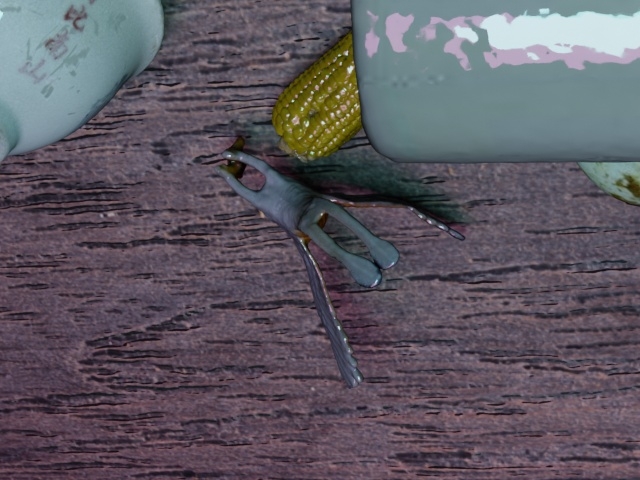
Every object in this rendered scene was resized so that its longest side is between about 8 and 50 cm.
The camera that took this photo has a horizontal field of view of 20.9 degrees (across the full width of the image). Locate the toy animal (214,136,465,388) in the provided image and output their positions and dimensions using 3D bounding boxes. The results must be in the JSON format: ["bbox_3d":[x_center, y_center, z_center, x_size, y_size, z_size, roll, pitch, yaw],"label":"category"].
[{"bbox_3d":[-0.017,-0.013,1.947,0.302,0.284,0.225,37,87,19],"label":"toy animal"}]

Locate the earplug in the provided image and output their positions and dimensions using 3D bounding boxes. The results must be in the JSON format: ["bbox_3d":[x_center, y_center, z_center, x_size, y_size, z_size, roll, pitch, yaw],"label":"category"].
[{"bbox_3d":[0.252,-0.218,1.613,0.394,0.312,0.312,3,123,20],"label":"earplug"}]

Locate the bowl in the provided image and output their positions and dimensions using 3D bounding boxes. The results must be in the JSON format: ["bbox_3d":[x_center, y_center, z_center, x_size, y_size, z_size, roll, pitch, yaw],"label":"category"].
[{"bbox_3d":[-0.402,-0.202,1.887,0.435,0.196,0.435,10,153,5],"label":"bowl"}]

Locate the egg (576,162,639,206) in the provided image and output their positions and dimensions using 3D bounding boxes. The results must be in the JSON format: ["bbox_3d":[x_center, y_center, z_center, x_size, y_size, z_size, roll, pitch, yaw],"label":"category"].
[{"bbox_3d":[0.335,-0.144,1.832,0.169,0.169,0.231,-18,106,26],"label":"egg"}]

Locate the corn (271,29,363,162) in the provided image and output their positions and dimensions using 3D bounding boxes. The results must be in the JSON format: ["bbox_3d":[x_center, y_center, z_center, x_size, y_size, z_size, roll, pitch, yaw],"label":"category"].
[{"bbox_3d":[0.037,-0.179,1.941,0.097,0.097,0.262,40,123,-11],"label":"corn"}]
